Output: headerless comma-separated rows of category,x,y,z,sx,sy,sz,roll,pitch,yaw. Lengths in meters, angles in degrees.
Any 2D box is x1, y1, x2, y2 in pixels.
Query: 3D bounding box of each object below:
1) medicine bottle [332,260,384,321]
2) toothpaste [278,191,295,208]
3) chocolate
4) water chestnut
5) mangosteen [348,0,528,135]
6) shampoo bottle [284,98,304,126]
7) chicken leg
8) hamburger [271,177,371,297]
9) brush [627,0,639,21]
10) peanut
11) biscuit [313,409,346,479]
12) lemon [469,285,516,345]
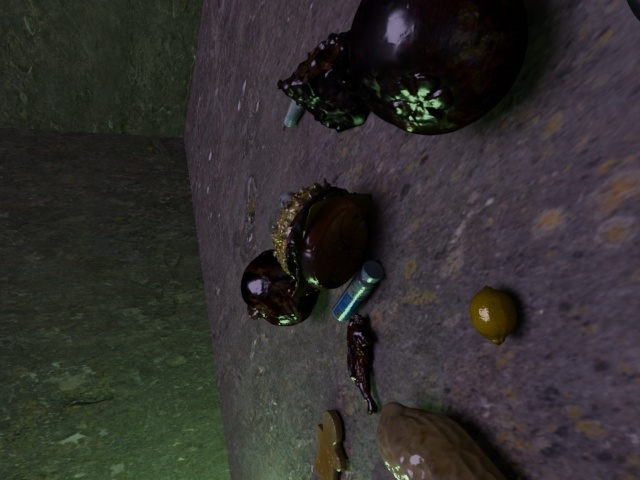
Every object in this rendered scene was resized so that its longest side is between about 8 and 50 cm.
medicine bottle,0.080,0.117,0.947,0.191,0.051,0.051,119,140,-48
toothpaste,-0.026,-0.024,1.146,0.323,0.066,0.100,54,135,42
chocolate,-0.004,-0.357,0.932,0.224,0.176,0.207,8,100,63
water chestnut,-0.096,0.125,1.178,0.223,0.238,0.224,19,133,22
mangosteen,0.155,-0.285,0.587,0.231,0.231,0.289,123,163,-51
shampoo bottle,-0.059,-0.395,1.196,0.191,0.041,0.069,-51,53,55
chicken leg,0.088,0.270,0.946,0.089,0.048,0.219,177,90,-68
hamburger,0.000,0.000,0.902,0.138,0.243,0.262,19,109,38
brush,0.312,-0.290,0.453,0.063,0.016,0.194,127,135,-54
peanut,0.191,0.365,0.642,0.325,0.140,0.154,35,141,61
biscuit,0.026,0.557,1.129,0.153,0.030,0.235,31,119,59
lemon,0.241,0.104,0.593,0.062,0.062,0.084,150,114,-62
